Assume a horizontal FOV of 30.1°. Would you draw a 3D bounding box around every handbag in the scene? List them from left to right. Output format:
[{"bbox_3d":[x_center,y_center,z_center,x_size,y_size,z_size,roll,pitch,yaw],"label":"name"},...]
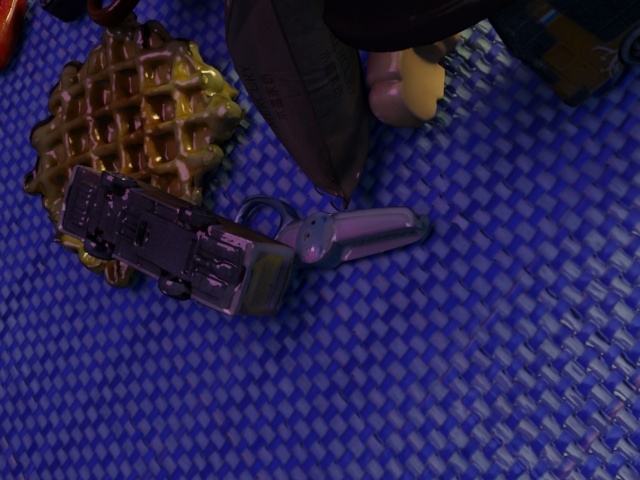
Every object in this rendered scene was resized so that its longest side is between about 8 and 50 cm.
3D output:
[{"bbox_3d":[-0.023,-0.182,1.128,0.117,0.270,0.182,-20,38,3],"label":"handbag"}]

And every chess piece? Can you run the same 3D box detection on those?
[{"bbox_3d":[0.099,-0.300,1.169,0.117,0.117,0.397,-7,70,39],"label":"chess piece"}]

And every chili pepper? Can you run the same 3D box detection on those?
[{"bbox_3d":[-0.459,-0.298,1.677,0.070,0.073,0.123,126,160,-76],"label":"chili pepper"}]

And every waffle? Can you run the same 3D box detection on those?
[{"bbox_3d":[-0.224,-0.110,1.392,0.317,0.073,0.297,40,105,36],"label":"waffle"}]

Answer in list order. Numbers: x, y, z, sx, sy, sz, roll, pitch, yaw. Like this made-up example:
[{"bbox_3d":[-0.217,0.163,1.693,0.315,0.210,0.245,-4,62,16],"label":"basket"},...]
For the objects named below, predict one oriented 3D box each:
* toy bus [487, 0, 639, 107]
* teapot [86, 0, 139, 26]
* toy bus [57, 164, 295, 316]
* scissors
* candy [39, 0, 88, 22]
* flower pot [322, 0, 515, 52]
[{"bbox_3d":[0.255,-0.254,0.969,0.275,0.167,0.138,-39,51,23],"label":"toy bus"},{"bbox_3d":[-0.214,-0.357,1.405,0.135,0.178,0.252,3,64,43],"label":"teapot"},{"bbox_3d":[-0.150,-0.003,1.209,0.268,0.106,0.092,23,99,37],"label":"toy bus"},{"bbox_3d":[0.000,0.000,1.176,0.256,0.030,0.125,-11,67,40],"label":"scissors"},{"bbox_3d":[-0.251,-0.413,1.549,0.312,0.061,0.088,-37,50,22],"label":"candy"},{"bbox_3d":[0.069,-0.371,0.925,0.379,0.251,0.379,-31,38,28],"label":"flower pot"}]
